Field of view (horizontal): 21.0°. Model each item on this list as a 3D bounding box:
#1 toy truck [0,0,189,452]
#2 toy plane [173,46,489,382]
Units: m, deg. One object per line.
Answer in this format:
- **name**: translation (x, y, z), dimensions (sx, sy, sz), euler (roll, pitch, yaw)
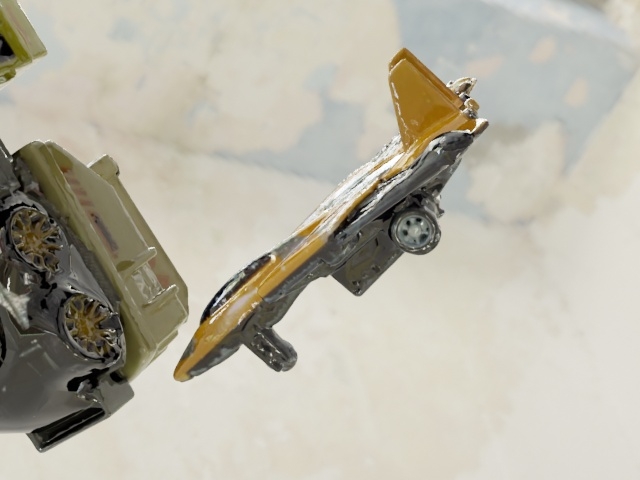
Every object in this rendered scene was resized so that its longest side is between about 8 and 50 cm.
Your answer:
- **toy truck**: translation (-0.268, -0.040, 1.391), dimensions (0.405, 0.181, 0.254), euler (58, -147, -3)
- **toy plane**: translation (0.010, 0.008, 1.298), dimensions (0.103, 0.316, 0.204), euler (36, -166, -8)
